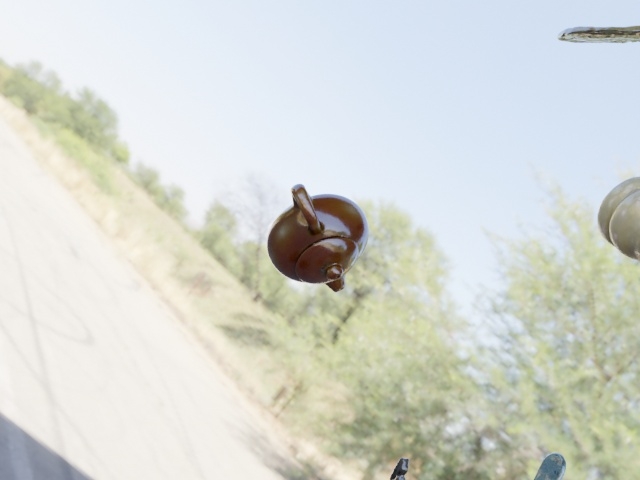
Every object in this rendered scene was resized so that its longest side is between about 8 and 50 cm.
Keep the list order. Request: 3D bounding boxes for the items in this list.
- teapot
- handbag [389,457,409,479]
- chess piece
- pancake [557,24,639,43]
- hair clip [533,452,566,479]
[{"bbox_3d":[0.000,0.000,1.602,0.135,0.178,0.252,60,-5,35],"label":"teapot"},{"bbox_3d":[-0.003,0.333,0.806,0.178,0.301,0.275,107,-28,-64],"label":"handbag"},{"bbox_3d":[0.659,0.017,1.798,0.167,0.167,0.300,44,12,-33],"label":"chess piece"},{"bbox_3d":[0.584,-0.402,1.877,0.235,0.029,0.212,1,8,11],"label":"pancake"},{"bbox_3d":[0.274,0.428,1.409,0.048,0.275,0.083,19,-43,51],"label":"hair clip"}]
